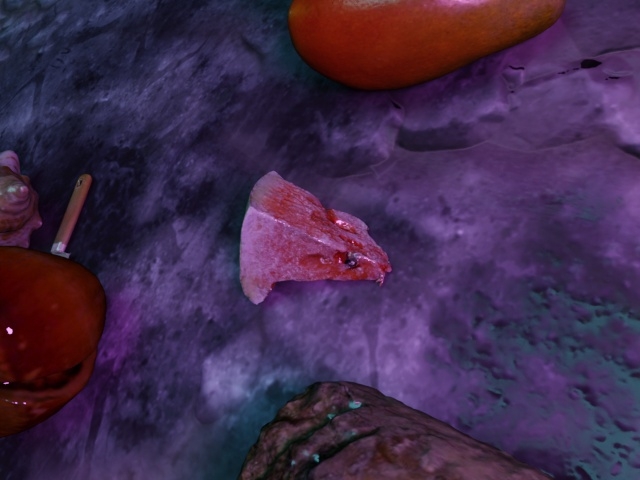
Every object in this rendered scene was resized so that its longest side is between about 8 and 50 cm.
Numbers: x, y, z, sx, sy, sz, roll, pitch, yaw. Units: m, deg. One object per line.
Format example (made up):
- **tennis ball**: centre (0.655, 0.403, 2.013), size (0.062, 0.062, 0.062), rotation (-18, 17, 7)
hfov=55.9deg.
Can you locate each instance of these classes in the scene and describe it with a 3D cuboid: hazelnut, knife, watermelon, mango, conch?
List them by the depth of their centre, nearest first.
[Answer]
- **watermelon**: centre (-0.016, -0.016, 0.610), size (0.158, 0.121, 0.097), rotation (-9, 37, 24)
- **mango**: centre (0.100, -0.238, 0.638), size (0.289, 0.146, 0.129), rotation (-9, 56, 29)
- **hazelnut**: centre (-0.370, 0.114, 0.704), size (0.251, 0.217, 0.217), rotation (-55, 44, 25)
- **knife**: centre (-0.379, 0.028, 0.875), size (0.047, 0.017, 0.297), rotation (-4, 60, 24)
- **conch**: centre (-0.557, -0.067, 0.957), size (0.386, 0.169, 0.203), rotation (8, 42, 34)

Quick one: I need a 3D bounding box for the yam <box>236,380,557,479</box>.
- **yam**: centre (0.083, 0.212, 0.343), size (0.300, 0.195, 0.195), rotation (18, 73, 37)
